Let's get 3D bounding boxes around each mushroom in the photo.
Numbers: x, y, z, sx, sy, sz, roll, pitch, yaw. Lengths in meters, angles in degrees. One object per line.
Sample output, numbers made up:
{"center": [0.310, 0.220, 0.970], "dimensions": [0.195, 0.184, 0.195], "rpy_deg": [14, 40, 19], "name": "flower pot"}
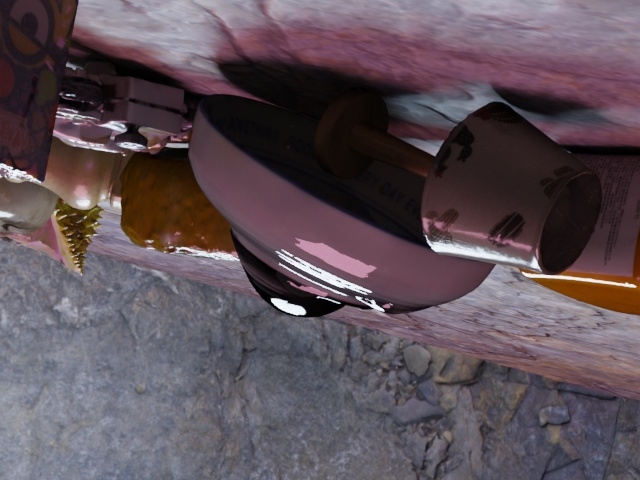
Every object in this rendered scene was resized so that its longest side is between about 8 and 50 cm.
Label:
{"center": [-0.419, -0.056, 2.130], "dimensions": [0.226, 0.178, 0.226], "rpy_deg": [14, 173, 2], "name": "mushroom"}

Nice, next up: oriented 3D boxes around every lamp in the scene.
{"center": [0.099, -0.052, 1.367], "dimensions": [0.214, 0.121, 0.121], "rpy_deg": [26, -178, 36], "name": "lamp"}

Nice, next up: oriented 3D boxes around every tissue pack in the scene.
{"center": [-0.225, -0.123, 1.262], "dimensions": [0.060, 0.148, 0.108], "rpy_deg": [4, 169, 34], "name": "tissue pack"}

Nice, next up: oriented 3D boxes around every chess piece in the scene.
{"center": [-0.341, -0.100, 1.912], "dimensions": [0.397, 0.117, 0.117], "rpy_deg": [13, 174, -6], "name": "chess piece"}

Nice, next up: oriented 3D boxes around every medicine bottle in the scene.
{"center": [0.280, 0.001, 1.430], "dimensions": [0.149, 0.112, 0.222], "rpy_deg": [19, 172, -37], "name": "medicine bottle"}

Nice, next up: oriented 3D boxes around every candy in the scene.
{"center": [-0.062, -0.035, 1.735], "dimensions": [0.260, 0.118, 0.260], "rpy_deg": [5, -178, 0], "name": "candy"}

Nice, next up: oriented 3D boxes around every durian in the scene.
{"center": [-0.361, -0.051, 2.294], "dimensions": [0.165, 0.132, 0.182], "rpy_deg": [32, 176, -35], "name": "durian"}

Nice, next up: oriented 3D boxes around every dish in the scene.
{"center": [0.000, 0.000, 1.506], "dimensions": [0.273, 0.134, 0.273], "rpy_deg": [25, -165, -7], "name": "dish"}

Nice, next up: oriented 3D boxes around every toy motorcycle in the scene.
{"center": [-0.187, -0.114, 1.614], "dimensions": [0.151, 0.074, 0.228], "rpy_deg": [1, 176, 43], "name": "toy motorcycle"}
